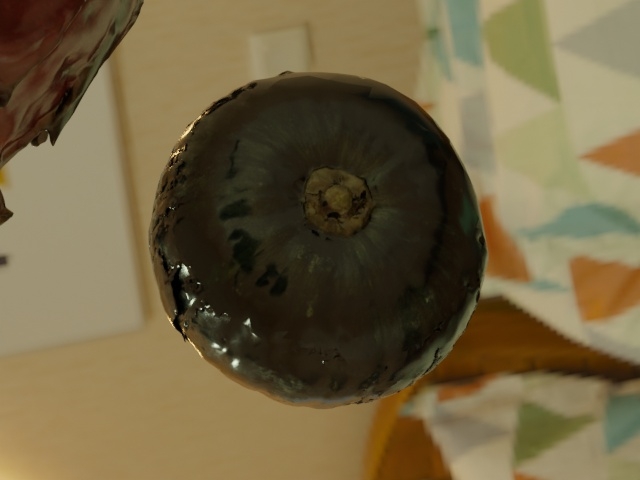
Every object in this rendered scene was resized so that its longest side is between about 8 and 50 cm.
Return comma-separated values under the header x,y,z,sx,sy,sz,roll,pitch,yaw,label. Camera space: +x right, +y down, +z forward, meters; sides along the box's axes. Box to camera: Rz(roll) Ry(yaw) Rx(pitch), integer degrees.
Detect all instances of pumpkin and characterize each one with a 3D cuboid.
x,y,z,sx,sy,sz,roll,pitch,yaw,label
0.000,0.000,1.242,0.163,0.233,0.233,115,144,-62,pumpkin

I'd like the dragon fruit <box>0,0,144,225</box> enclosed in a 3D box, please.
x,y,z,sx,sy,sz,roll,pitch,yaw,label
-0.184,-0.142,0.778,0.244,0.244,0.299,-174,95,-82,dragon fruit
